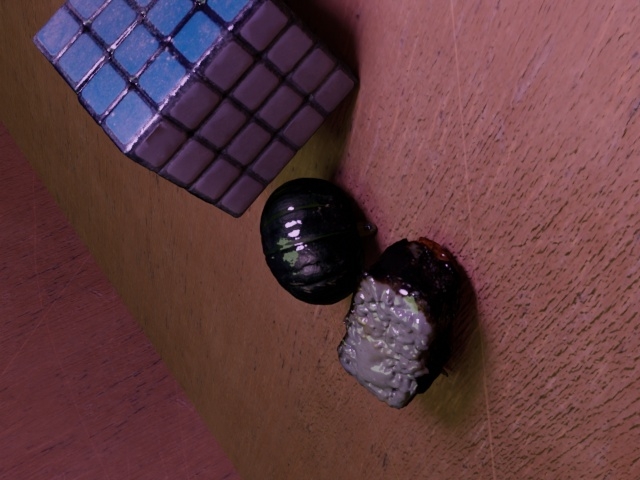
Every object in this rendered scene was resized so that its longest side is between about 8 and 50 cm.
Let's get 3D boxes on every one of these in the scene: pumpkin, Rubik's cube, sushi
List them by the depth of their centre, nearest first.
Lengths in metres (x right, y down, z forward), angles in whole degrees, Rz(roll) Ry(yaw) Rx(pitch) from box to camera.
[{"bbox_3d":[-0.205,-0.301,1.617,0.337,0.344,0.343,45,-174,32],"label":"Rubik's cube"},{"bbox_3d":[0.154,0.157,1.686,0.196,0.182,0.343,42,146,28],"label":"sushi"},{"bbox_3d":[0.000,0.000,1.806,0.250,0.216,0.250,-12,-90,-88],"label":"pumpkin"}]
